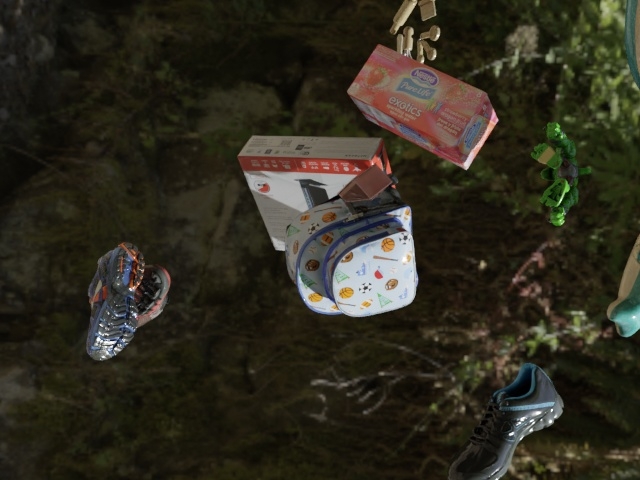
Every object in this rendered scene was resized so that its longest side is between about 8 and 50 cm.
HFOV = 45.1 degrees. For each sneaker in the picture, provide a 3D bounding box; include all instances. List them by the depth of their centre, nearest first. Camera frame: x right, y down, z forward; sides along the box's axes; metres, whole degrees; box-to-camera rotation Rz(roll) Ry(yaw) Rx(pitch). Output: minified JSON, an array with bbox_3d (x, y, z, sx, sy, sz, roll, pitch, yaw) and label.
[{"bbox_3d":[-0.382,0.114,1.399,0.083,0.087,0.221,38,49,-43],"label":"sneaker"},{"bbox_3d":[-0.360,0.108,1.558,0.135,0.097,0.276,-39,178,-44],"label":"sneaker"},{"bbox_3d":[0.397,0.416,1.743,0.125,0.341,0.139,13,-43,57],"label":"sneaker"}]

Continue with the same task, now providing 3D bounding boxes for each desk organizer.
[{"bbox_3d":[0.086,-0.101,1.457,0.047,0.050,0.130,-43,178,31],"label":"desk organizer"}]

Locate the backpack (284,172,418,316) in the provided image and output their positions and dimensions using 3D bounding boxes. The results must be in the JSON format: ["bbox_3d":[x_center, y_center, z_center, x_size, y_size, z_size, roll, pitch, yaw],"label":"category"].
[{"bbox_3d":[0.064,0.036,1.580,0.213,0.264,0.276,-113,-168,-60],"label":"backpack"}]

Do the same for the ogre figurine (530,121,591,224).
[{"bbox_3d":[0.492,-0.135,1.573,0.118,0.097,0.197,-7,75,-53],"label":"ogre figurine"}]

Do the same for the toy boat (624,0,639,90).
[{"bbox_3d":[0.522,-0.311,1.075,0.148,0.318,0.267,18,-69,52],"label":"toy boat"}]

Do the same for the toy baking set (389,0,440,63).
[{"bbox_3d":[0.225,-0.507,1.953,0.256,0.030,0.196,133,-49,-57],"label":"toy baking set"}]

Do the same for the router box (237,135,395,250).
[{"bbox_3d":[0.011,-0.099,1.793,0.082,0.336,0.301,-62,145,-39],"label":"router box"}]

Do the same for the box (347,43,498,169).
[{"bbox_3d":[0.232,-0.306,1.762,0.142,0.300,0.154,-57,153,-1],"label":"box"}]

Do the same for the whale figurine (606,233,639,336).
[{"bbox_3d":[0.702,0.081,1.575,0.272,0.141,0.216,-51,131,-9],"label":"whale figurine"}]
